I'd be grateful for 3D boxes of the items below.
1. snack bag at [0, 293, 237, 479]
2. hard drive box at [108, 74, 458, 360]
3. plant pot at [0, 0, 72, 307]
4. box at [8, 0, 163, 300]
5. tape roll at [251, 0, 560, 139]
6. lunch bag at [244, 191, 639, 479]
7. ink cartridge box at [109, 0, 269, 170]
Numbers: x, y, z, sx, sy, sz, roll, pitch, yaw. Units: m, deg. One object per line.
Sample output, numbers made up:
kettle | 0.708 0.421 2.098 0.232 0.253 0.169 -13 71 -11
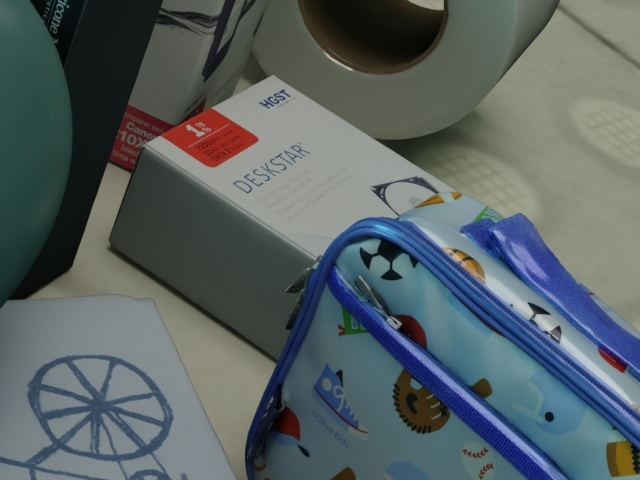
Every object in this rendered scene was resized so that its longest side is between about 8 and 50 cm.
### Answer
snack bag | -0.198 0.147 0.894 0.342 0.037 0.323 -1 40 -28
hard drive box | 0.000 0.000 1.173 0.232 0.089 0.181 33 34 14
plant pot | -0.267 -0.051 0.868 0.293 0.293 0.235 30 23 10
box | -0.218 -0.109 1.033 0.184 0.261 0.103 34 35 15
tape roll | 0.071 -0.226 1.392 0.246 0.246 0.169 30 33 9
lunch bag | 0.096 0.123 0.918 0.303 0.243 0.115 41 37 24
ink cartridge box | -0.099 -0.192 1.243 0.100 0.237 0.172 27 33 4
